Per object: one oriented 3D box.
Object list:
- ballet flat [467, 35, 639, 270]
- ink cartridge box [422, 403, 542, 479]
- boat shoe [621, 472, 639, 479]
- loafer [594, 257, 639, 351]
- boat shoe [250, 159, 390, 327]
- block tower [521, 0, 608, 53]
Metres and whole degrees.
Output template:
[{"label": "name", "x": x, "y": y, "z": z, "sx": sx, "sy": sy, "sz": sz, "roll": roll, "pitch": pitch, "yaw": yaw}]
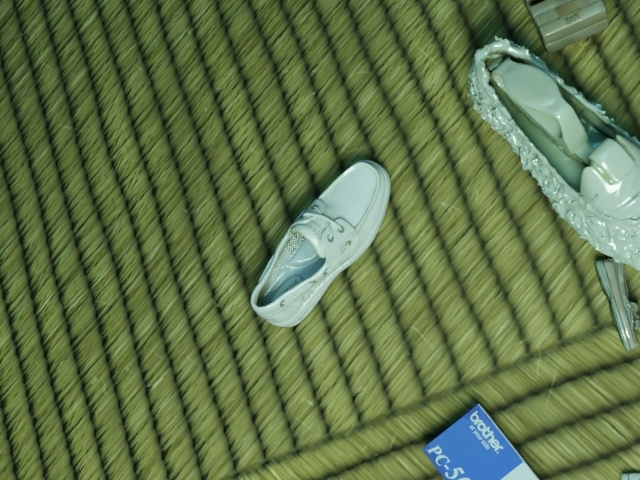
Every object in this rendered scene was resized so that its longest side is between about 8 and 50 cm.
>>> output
[{"label": "ballet flat", "x": 0.331, "y": -0.118, "z": 1.313, "sx": 0.147, "sy": 0.147, "sz": 0.409, "roll": -45, "pitch": 66, "yaw": 5}, {"label": "ink cartridge box", "x": 0.232, "y": 0.320, "z": 1.288, "sx": 0.097, "sy": 0.046, "sz": 0.207, "roll": -39, "pitch": 66, "yaw": 5}, {"label": "boat shoe", "x": 0.390, "y": 0.333, "z": 1.234, "sx": 0.035, "sy": 0.035, "sz": 0.100, "roll": -9, "pitch": 67, "yaw": 21}, {"label": "loafer", "x": 0.388, "y": 0.078, "z": 1.296, "sx": 0.039, "sy": 0.045, "sz": 0.125, "roll": -17, "pitch": 68, "yaw": 8}, {"label": "boat shoe", "x": 0.000, "y": 0.000, "z": 1.428, "sx": 0.098, "sy": 0.096, "sz": 0.277, "roll": 33, "pitch": 89, "yaw": 25}, {"label": "block tower", "x": 0.297, "y": -0.424, "z": 1.431, "sx": 0.097, "sy": 0.091, "sz": 0.336, "roll": -22, "pitch": 69, "yaw": 13}]
